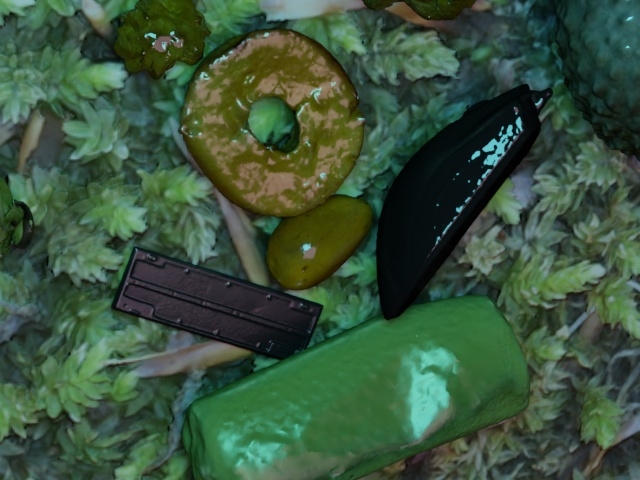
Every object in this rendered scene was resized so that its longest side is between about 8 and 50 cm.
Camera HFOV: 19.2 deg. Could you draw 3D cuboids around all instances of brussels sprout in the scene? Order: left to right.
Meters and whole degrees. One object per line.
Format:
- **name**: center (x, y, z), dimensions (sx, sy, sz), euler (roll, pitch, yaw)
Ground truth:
- **brussels sprout**: center (-0.293, -0.018, 1.682), dimensions (0.085, 0.058, 0.085), euler (-16, 125, -23)

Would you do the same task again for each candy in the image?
- **candy**: center (0.035, 0.161, 1.820), dimensions (0.343, 0.132, 0.142), euler (-21, 68, -16)

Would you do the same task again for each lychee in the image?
- **lychee**: center (0.333, -0.199, 1.765), dimensions (0.255, 0.255, 0.274), euler (-4, 139, -19)

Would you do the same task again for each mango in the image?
- **mango**: center (0.000, 0.000, 1.784), dimensions (0.114, 0.060, 0.080), euler (-44, 151, -8)

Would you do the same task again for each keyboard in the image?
- **keyboard**: center (-0.096, 0.064, 1.800), dimensions (0.202, 0.011, 0.067), euler (18, 96, -24)

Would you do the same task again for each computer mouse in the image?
- **computer mouse**: center (0.119, -0.050, 1.769), dimensions (0.088, 0.147, 0.264), euler (40, 89, 5)

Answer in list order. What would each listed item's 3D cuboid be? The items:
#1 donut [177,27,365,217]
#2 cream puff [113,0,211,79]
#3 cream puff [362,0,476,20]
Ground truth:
- **donut**: center (-0.047, -0.112, 1.742), dimensions (0.162, 0.065, 0.178), euler (-30, 114, -5)
- **cream puff**: center (-0.140, -0.182, 1.688), dimensions (0.083, 0.058, 0.083), euler (18, 96, -22)
- **cream puff**: center (0.117, -0.315, 1.694), dimensions (0.244, 0.196, 0.244), euler (1, 89, -46)
